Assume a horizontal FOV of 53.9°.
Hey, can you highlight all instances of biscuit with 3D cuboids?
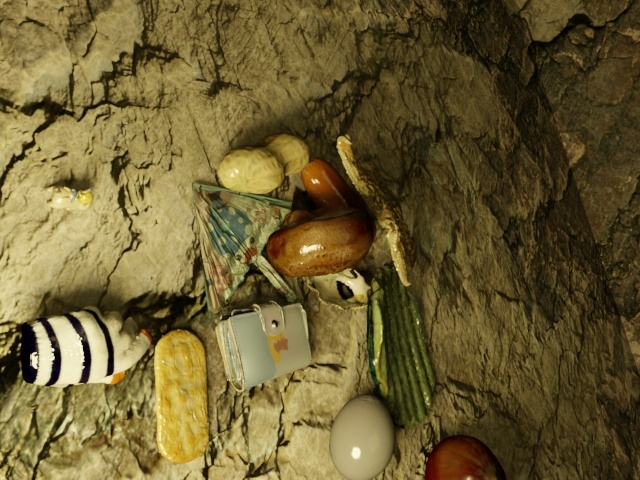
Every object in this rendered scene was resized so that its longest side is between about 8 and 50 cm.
[{"bbox_3d":[-0.260,0.291,1.189,0.118,0.029,0.247,9,68,-44],"label":"biscuit"}]

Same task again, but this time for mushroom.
[{"bbox_3d":[0.000,0.000,1.401,0.253,0.253,0.153,-26,107,-48],"label":"mushroom"}]

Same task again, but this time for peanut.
[{"bbox_3d":[-0.118,-0.180,1.453,0.125,0.111,0.274,38,42,17],"label":"peanut"}]

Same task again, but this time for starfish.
[{"bbox_3d":[0.164,-0.094,1.647,0.432,0.082,0.324,61,16,-10],"label":"starfish"}]

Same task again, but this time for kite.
[{"bbox_3d":[-0.170,0.014,1.404,0.368,0.014,0.406,51,44,-19],"label":"kite"}]

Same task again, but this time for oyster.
[{"bbox_3d":[0.040,0.118,1.538,0.209,0.072,0.133,-2,61,-44],"label":"oyster"}]

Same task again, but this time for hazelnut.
[{"bbox_3d":[0.369,0.604,1.577,0.229,0.229,0.229,19,61,-40],"label":"hazelnut"}]

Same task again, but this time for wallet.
[{"bbox_3d":[-0.116,0.217,1.341,0.231,0.069,0.170,-4,82,-52],"label":"wallet"}]

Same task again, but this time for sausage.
[{"bbox_3d":[0.046,-0.093,1.603,0.274,0.105,0.105,52,45,-19],"label":"sausage"}]

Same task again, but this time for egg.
[{"bbox_3d":[0.095,0.439,1.407,0.146,0.146,0.199,46,40,-23],"label":"egg"}]

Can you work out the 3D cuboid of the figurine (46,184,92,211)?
[{"bbox_3d":[-0.446,-0.078,1.132,0.083,0.050,0.047,5,77,-44],"label":"figurine"}]

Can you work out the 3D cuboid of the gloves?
[{"bbox_3d":[-0.377,0.174,1.049,0.218,0.131,0.140,-3,79,-37],"label":"gloves"}]

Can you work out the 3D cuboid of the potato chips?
[{"bbox_3d":[0.201,0.272,1.599,0.358,0.070,0.429,-9,89,-63],"label":"potato chips"}]
